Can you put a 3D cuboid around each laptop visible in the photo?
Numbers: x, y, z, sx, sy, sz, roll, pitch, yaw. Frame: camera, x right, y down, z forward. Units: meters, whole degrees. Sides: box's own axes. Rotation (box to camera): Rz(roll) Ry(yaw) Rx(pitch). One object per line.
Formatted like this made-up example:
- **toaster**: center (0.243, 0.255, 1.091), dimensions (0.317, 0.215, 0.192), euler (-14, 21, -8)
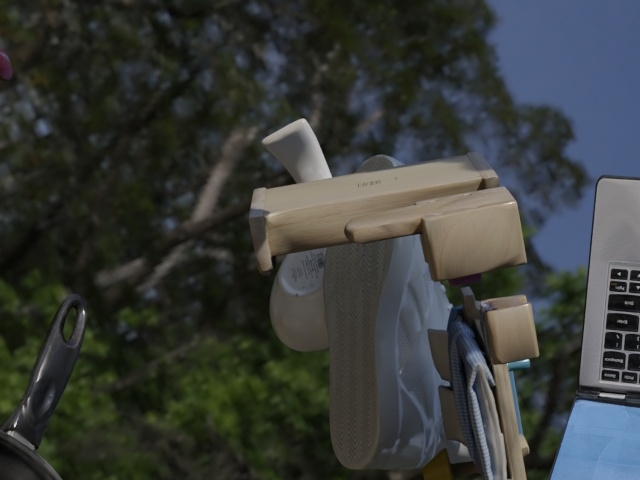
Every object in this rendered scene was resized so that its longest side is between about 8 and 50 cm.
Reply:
- **laptop**: center (0.454, 0.123, 1.739), dimensions (0.236, 0.381, 0.408), euler (24, 71, -72)

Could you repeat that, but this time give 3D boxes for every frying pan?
- **frying pan**: center (-0.245, 0.167, 1.154), dimensions (0.053, 0.197, 0.326), euler (-31, -126, 33)

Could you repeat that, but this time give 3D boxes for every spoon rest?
- **spoon rest**: center (0.000, 0.000, 1.658), dimensions (0.084, 0.137, 0.276), euler (46, 25, -44)

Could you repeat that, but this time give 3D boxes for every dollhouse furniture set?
- **dollhouse furniture set**: center (0.068, 0.107, 1.308), dimensions (0.286, 0.198, 0.303), euler (-92, 171, -79)

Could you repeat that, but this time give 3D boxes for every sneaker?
- **sneaker**: center (0.098, 0.074, 1.539), dimensions (0.108, 0.169, 0.293), euler (-10, -106, 54)

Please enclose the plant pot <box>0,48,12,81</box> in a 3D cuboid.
- **plant pot**: center (-0.385, -0.125, 1.501), dimensions (0.191, 0.174, 0.191), euler (24, -1, 1)
